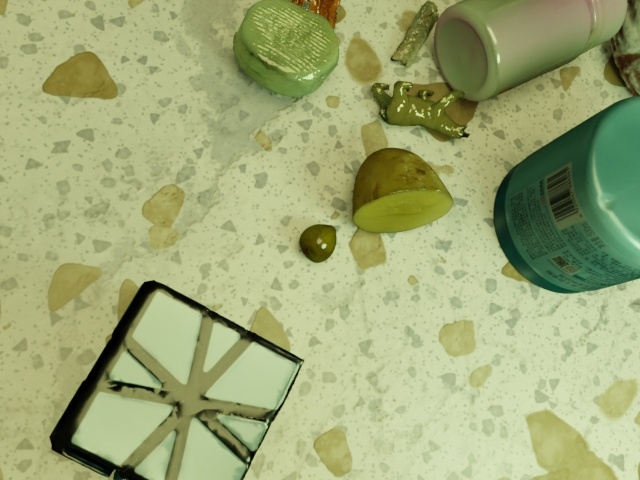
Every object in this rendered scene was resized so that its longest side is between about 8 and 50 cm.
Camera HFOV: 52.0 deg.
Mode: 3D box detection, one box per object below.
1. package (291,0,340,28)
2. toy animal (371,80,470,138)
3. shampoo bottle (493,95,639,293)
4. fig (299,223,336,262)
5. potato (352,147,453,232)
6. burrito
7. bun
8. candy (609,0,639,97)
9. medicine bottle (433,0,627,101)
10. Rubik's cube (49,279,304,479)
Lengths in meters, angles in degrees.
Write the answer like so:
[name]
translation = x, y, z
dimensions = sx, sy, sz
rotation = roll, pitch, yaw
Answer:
[package]
translation = -0.009, -0.523, 1.452
dimensions = 0.111, 0.033, 0.077
rotation = 18, 64, -13
[toy animal]
translation = 0.221, -0.283, 1.427
dimensions = 0.219, 0.103, 0.100
rotation = 6, 95, -14
[shampoo bottle]
translation = 0.576, -0.077, 1.320
dimensions = 0.332, 0.342, 0.330
rotation = 3, 77, -12
[fig]
translation = 0.000, 0.000, 1.311
dimensions = 0.074, 0.074, 0.088
rotation = 44, 56, 0
[potato]
translation = 0.147, -0.116, 1.331
dimensions = 0.204, 0.178, 0.158
rotation = -15, 64, -2
[burrito]
translation = 0.219, -0.467, 1.488
dimensions = 0.051, 0.042, 0.171
rotation = 34, 73, -14
[bun]
translation = -0.071, -0.393, 1.370
dimensions = 0.222, 0.108, 0.221
rotation = 6, 68, -14
[candy]
translation = 0.786, -0.453, 1.525
dimensions = 0.157, 0.214, 0.289
rotation = -17, 85, -15
[medicine bottle]
translation = 0.464, -0.472, 1.451
dimensions = 0.389, 0.219, 0.219
rotation = -27, 84, -17
[Rubik's cube]
translation = -0.231, 0.262, 1.085
dimensions = 0.289, 0.283, 0.293
rotation = 28, 71, -6
